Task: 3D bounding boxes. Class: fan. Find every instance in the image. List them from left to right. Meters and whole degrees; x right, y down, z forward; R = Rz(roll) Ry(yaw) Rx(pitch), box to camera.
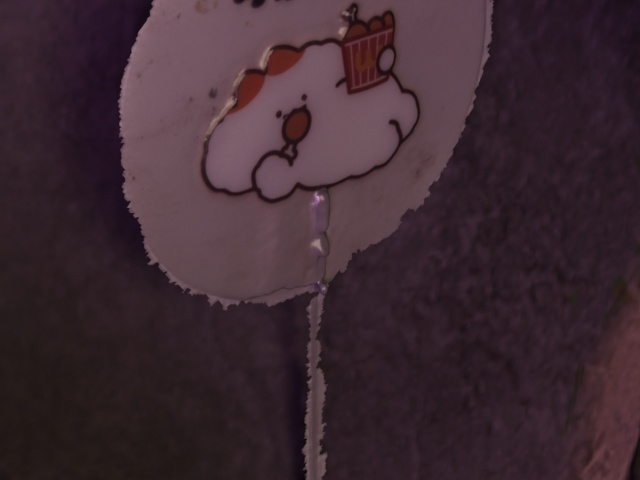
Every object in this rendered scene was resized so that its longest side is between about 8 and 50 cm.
[{"bbox_3d":[0.001,0.000,0.767,0.191,0.009,0.329,-22,126,-37],"label":"fan"}]
